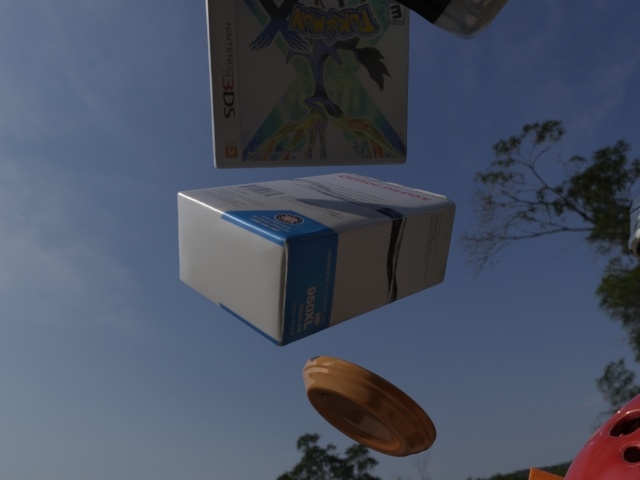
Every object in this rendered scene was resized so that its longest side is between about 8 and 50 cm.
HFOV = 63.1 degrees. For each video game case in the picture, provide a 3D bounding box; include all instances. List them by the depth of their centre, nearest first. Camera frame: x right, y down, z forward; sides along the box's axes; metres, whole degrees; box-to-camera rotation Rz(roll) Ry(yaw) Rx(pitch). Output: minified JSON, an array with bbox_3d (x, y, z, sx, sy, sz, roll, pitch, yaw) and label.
[{"bbox_3d":[-0.014,-0.272,0.851,0.328,0.300,0.036,-3,12,-12],"label":"video game case"}]

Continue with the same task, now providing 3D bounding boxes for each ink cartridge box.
[{"bbox_3d":[0.000,0.000,0.898,0.394,0.166,0.285,-13,26,-41],"label":"ink cartridge box"}]

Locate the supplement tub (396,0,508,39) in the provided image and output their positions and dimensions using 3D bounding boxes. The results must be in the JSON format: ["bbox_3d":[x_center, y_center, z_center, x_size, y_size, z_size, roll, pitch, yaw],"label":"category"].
[{"bbox_3d":[0.067,-0.373,0.520,0.338,0.207,0.207,29,-36,-5],"label":"supplement tub"}]

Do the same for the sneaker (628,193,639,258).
[{"bbox_3d":[0.449,-0.029,0.590,0.094,0.091,0.258,13,-11,3],"label":"sneaker"}]

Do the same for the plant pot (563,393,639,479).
[{"bbox_3d":[0.283,0.240,0.413,0.174,0.191,0.191,-34,-28,-9],"label":"plant pot"}]

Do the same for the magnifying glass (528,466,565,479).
[{"bbox_3d":[0.402,0.359,0.698,0.230,0.092,0.026,12,-59,25],"label":"magnifying glass"}]

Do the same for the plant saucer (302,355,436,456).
[{"bbox_3d":[0.057,0.232,0.706,0.200,0.037,0.200,25,-33,17],"label":"plant saucer"}]
